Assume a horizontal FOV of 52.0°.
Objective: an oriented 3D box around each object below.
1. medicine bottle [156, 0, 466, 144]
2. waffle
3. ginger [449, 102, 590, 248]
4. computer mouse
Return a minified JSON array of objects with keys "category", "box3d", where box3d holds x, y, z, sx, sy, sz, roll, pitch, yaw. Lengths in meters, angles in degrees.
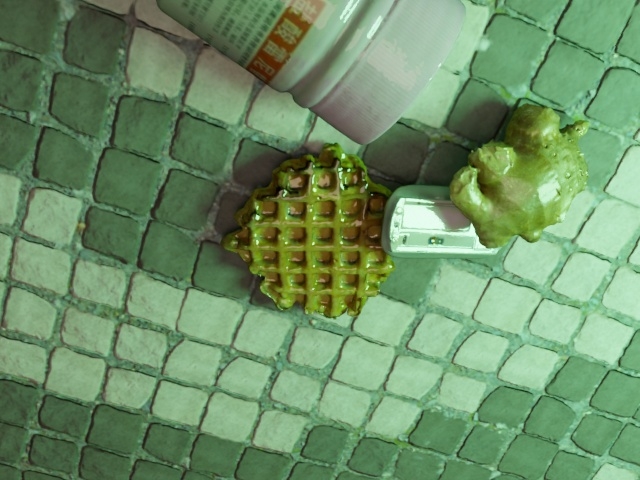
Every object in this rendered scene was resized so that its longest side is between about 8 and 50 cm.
[{"category":"medicine bottle","box3d":[-0.025,-0.268,0.711,0.315,0.202,0.202,32,109,-14]},{"category":"waffle","box3d":[0.000,0.000,0.914,0.237,0.059,0.243,38,109,-20]},{"category":"ginger","box3d":[0.267,-0.086,0.848,0.216,0.102,0.157,-40,105,-8]},{"category":"computer mouse","box3d":[0.168,-0.022,0.895,0.198,0.045,0.102,0,104,-23]}]
